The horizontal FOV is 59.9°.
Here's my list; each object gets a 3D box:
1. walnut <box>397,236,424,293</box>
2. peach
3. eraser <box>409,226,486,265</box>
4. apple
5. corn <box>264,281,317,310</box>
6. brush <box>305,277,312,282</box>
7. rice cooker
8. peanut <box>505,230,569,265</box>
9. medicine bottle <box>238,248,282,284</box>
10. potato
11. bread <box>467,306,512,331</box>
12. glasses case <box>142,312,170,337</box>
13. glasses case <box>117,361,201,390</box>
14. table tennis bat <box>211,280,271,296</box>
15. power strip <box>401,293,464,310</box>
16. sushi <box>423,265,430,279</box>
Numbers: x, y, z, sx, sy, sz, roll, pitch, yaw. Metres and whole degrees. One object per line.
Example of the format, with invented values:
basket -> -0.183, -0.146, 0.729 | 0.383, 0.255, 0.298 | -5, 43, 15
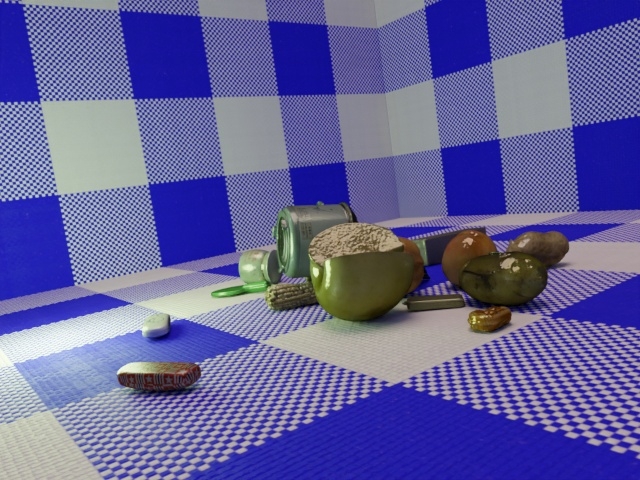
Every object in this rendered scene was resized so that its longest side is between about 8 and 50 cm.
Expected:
walnut -> 0.210, 0.081, 1.723 | 0.226, 0.193, 0.193 | -16, 3, 19
peach -> 0.468, 0.058, 1.733 | 0.185, 0.184, 0.184 | -8, 6, 1
eraser -> 0.512, 0.026, 2.244 | 0.353, 0.111, 0.077 | -11, 5, -23
apple -> 0.109, 0.096, 1.517 | 0.258, 0.233, 0.295 | -3, 20, -18
corn -> -0.074, 0.174, 1.782 | 0.211, 0.086, 0.087 | -5, 5, -15
brush -> 0.083, 0.128, 1.998 | 0.301, 0.084, 0.071 | -9, 5, -26
rice cooker -> 0.000, 0.000, 1.857 | 0.317, 0.316, 0.264 | -10, -37, -21
peanut -> 0.727, 0.031, 1.869 | 0.225, 0.129, 0.129 | -7, 6, -11
medicine bottle -> -0.238, 0.108, 2.254 | 0.143, 0.147, 0.147 | -3, 7, 24
potato -> 0.477, 0.098, 1.480 | 0.170, 0.143, 0.248 | 1, 1, -30
bread -> 0.392, 0.181, 1.293 | 0.111, 0.044, 0.083 | -11, 3, -40
glasses case -> -0.492, 0.255, 1.673 | 0.076, 0.049, 0.197 | -9, 6, -11
glasses case -> -0.344, 0.290, 1.172 | 0.195, 0.049, 0.073 | -5, 8, 24
table tennis bat -> -0.305, 0.188, 2.141 | 0.257, 0.039, 0.160 | -10, 4, 27
power strip -> 0.311, 0.172, 1.543 | 0.169, 0.028, 0.076 | -5, 7, 10
sushi -> 0.289, 0.082, 1.882 | 0.139, 0.031, 0.201 | -3, -29, 22
